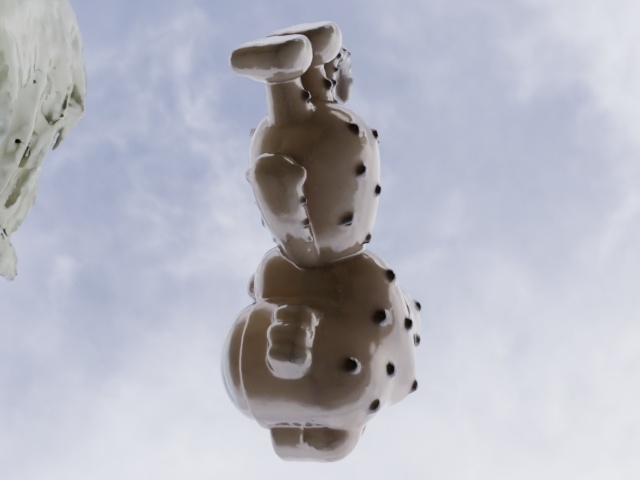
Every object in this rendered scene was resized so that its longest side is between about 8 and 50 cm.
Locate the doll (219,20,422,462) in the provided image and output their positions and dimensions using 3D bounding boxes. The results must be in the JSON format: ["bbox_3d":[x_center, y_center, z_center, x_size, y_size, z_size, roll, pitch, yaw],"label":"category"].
[{"bbox_3d":[-0.001,0.000,0.960,0.119,0.154,0.278,-1,-81,26],"label":"doll"}]

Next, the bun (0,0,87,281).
[{"bbox_3d":[-0.210,-0.010,0.621,0.287,0.287,0.146,-41,-92,-6],"label":"bun"}]
